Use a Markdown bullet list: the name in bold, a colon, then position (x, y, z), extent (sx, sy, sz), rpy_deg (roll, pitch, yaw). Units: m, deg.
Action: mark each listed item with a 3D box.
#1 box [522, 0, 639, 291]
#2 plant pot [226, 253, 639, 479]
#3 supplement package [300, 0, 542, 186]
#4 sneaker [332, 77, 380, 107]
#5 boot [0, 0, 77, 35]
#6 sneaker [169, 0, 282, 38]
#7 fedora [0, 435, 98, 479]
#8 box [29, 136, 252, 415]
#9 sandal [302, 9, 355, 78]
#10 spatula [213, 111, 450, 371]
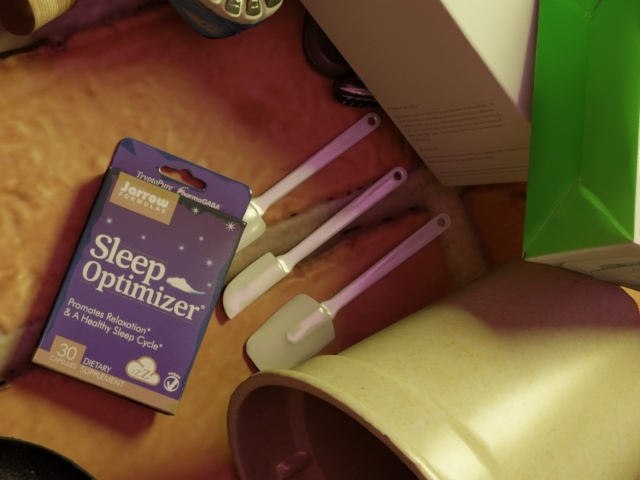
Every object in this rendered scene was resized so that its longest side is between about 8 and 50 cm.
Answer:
- **box**: position (0.298, -0.092, 1.313), extent (0.231, 0.127, 0.262), rpy_deg (16, 74, -36)
- **plant pot**: position (0.142, 0.178, 1.354), extent (0.305, 0.334, 0.334), rpy_deg (-34, 97, -30)
- **supplement package**: position (0.130, -0.214, 1.385), extent (0.293, 0.177, 0.175), rpy_deg (51, 63, -24)
- **sneaker**: position (0.060, -0.151, 1.477), extent (0.109, 0.040, 0.043), rpy_deg (-1, 82, -27)
- **boot**: position (-0.251, -0.288, 1.312), extent (0.152, 0.073, 0.197), rpy_deg (-58, 143, -50)
- **sneaker**: position (-0.154, -0.317, 1.357), extent (0.130, 0.147, 0.330), rpy_deg (-27, 86, -27)
- **fedora**: position (-0.305, 0.293, 1.209), extent (0.334, 0.152, 0.334), rpy_deg (1, 73, -2)
- **box**: position (-0.156, 0.029, 1.382), extent (0.136, 0.036, 0.225), rpy_deg (22, 78, -10)
- **sandal**: position (0.026, -0.265, 1.459), extent (0.090, 0.060, 0.219), rpy_deg (10, 83, -18)
- **spatula**: position (0.000, 0.000, 1.455), extent (0.242, 0.019, 0.168), rpy_deg (-37, 92, -19)
